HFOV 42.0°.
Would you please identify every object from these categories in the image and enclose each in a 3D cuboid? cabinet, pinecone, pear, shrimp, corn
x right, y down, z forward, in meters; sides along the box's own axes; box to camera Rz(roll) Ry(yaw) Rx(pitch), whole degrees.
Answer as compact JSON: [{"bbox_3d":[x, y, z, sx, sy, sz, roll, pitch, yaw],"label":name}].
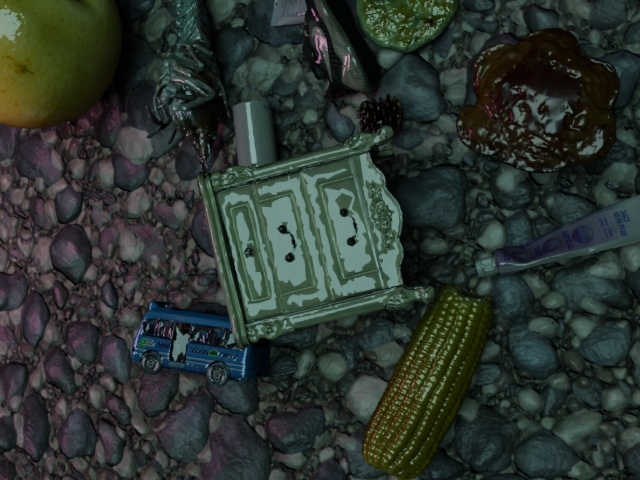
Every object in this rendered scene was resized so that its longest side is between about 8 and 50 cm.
[{"bbox_3d":[0.000,0.000,1.377,0.318,0.227,0.289,-14,85,5],"label":"cabinet"},{"bbox_3d":[0.105,-0.219,1.467,0.083,0.077,0.077,-8,84,-20],"label":"pinecone"},{"bbox_3d":[-0.552,-0.388,1.597,0.349,0.348,0.348,-1,88,21],"label":"pear"},{"bbox_3d":[-0.258,-0.329,1.580,0.221,0.166,0.410,-20,64,52],"label":"shrimp"},{"bbox_3d":[0.182,0.234,1.396,0.131,0.131,0.344,26,97,20],"label":"corn"}]

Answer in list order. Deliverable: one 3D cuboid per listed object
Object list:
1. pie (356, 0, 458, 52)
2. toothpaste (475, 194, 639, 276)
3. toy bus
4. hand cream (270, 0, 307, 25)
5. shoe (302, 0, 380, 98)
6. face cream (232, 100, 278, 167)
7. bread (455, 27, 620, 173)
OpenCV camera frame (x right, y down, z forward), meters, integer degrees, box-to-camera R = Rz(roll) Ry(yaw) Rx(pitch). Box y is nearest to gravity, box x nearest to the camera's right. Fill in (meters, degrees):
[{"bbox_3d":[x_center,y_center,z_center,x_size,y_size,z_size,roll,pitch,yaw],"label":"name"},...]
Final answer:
[{"bbox_3d":[0.152,-0.422,1.475,0.187,0.041,0.186,-1,87,21],"label":"pie"},{"bbox_3d":[0.401,0.002,1.361,0.301,0.048,0.075,-18,54,13],"label":"toothpaste"},{"bbox_3d":[-0.221,0.194,1.561,0.247,0.113,0.134,7,86,20],"label":"toy bus"},{"bbox_3d":[-0.029,-0.437,1.549,0.142,0.053,0.084,14,93,36],"label":"hand cream"},{"bbox_3d":[0.013,-0.350,1.480,0.112,0.099,0.227,-25,102,33],"label":"shoe"},{"bbox_3d":[-0.114,-0.129,1.549,0.077,0.077,0.250,-9,85,21],"label":"face cream"},{"bbox_3d":[0.360,-0.219,1.335,0.247,0.135,0.232,17,94,21],"label":"bread"}]
